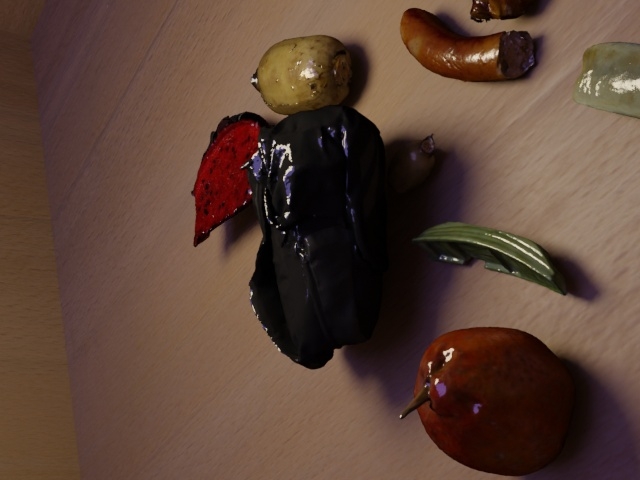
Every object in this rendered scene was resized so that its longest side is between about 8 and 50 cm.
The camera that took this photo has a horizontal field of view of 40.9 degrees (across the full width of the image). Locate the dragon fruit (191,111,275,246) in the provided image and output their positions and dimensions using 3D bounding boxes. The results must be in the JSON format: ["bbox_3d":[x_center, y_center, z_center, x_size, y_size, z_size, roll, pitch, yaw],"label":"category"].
[{"bbox_3d":[-0.177,-0.165,1.949,0.344,0.100,0.282,-34,55,43],"label":"dragon fruit"}]

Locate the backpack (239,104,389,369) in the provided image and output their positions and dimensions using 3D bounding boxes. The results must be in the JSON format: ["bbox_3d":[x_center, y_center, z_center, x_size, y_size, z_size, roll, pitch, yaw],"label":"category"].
[{"bbox_3d":[0.000,0.000,1.497,0.255,0.363,0.445,-5,88,12],"label":"backpack"}]

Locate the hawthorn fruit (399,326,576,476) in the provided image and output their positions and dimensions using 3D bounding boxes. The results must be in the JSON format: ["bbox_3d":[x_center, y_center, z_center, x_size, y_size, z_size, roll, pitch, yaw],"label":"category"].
[{"bbox_3d":[0.218,0.218,1.172,0.211,0.262,0.210,-15,71,49],"label":"hawthorn fruit"}]

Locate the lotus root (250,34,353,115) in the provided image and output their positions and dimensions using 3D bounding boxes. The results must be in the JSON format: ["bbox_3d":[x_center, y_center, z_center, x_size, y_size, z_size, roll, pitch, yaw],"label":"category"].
[{"bbox_3d":[-0.041,-0.336,1.762,0.284,0.146,0.160,5,67,48],"label":"lotus root"}]

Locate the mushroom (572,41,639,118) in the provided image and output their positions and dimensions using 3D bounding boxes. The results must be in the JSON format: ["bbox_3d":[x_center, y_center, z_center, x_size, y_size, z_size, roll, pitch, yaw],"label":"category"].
[{"bbox_3d":[0.456,-0.195,1.092,0.312,0.081,0.099,29,103,58],"label":"mushroom"}]

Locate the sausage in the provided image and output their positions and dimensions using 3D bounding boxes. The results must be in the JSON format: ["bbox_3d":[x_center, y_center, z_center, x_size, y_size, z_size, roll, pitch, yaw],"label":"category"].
[{"bbox_3d":[0.229,-0.322,1.436,0.302,0.076,0.102,32,101,51],"label":"sausage"}]

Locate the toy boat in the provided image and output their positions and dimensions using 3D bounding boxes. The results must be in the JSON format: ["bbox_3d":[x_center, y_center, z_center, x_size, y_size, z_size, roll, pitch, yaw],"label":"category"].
[{"bbox_3d":[0.262,0.021,1.308,0.293,0.093,0.055,17,71,54],"label":"toy boat"}]

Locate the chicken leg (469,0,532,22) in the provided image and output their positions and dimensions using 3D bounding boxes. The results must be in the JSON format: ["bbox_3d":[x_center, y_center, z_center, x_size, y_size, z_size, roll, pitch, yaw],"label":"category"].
[{"bbox_3d":[0.268,-0.487,1.389,0.093,0.113,0.304,94,167,-65],"label":"chicken leg"}]

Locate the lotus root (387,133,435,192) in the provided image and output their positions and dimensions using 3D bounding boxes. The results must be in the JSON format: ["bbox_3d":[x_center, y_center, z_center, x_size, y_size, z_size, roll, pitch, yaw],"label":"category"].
[{"bbox_3d":[0.159,-0.130,1.499,0.150,0.062,0.073,129,138,-52],"label":"lotus root"}]
